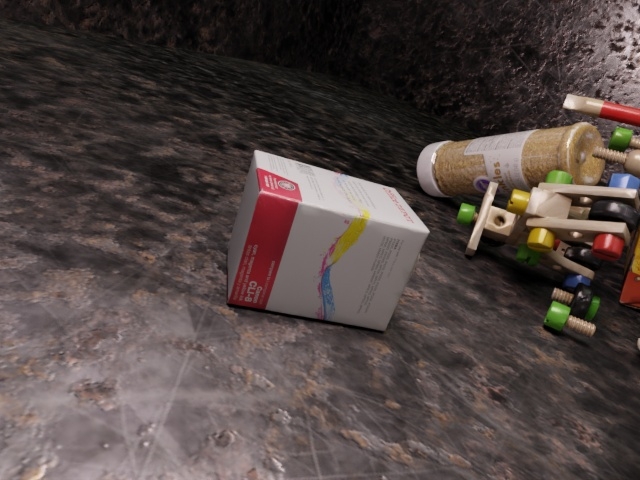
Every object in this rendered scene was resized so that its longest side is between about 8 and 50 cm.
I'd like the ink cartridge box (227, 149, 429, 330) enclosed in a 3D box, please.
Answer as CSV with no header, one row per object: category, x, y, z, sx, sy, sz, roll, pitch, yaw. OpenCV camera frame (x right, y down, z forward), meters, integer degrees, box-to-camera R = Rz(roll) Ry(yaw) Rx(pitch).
ink cartridge box,0.000,0.000,0.566,0.176,0.127,0.128,13,23,-15

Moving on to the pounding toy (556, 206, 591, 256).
pounding toy,0.501,-0.024,1.069,0.206,0.094,0.181,29,25,24

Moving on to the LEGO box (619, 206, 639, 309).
LEGO box,0.731,-0.086,0.999,0.193,0.373,0.500,16,18,28

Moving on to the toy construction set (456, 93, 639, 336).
toy construction set,0.336,-0.063,0.793,0.237,0.309,0.257,22,14,21

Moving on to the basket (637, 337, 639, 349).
basket,0.560,0.107,0.517,0.266,0.328,0.331,16,22,4

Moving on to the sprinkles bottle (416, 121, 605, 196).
sprinkles bottle,0.350,-0.148,1.023,0.121,0.121,0.355,4,1,-33
